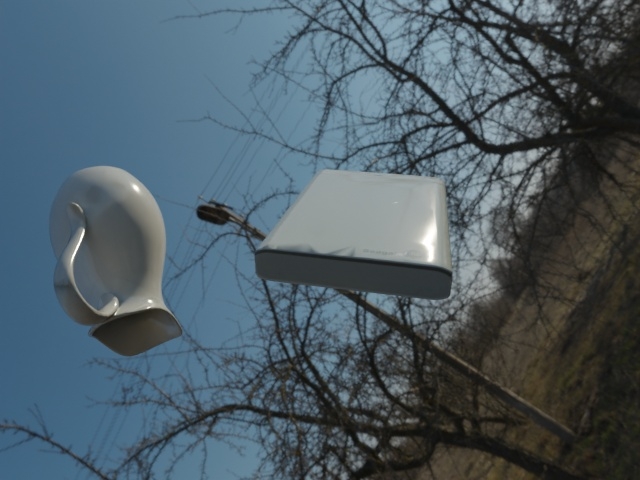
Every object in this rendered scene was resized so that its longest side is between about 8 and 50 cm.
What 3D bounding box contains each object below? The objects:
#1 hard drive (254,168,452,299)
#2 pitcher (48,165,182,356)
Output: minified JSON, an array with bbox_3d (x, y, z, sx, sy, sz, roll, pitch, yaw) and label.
[{"bbox_3d":[0.061,-0.027,0.619,0.307,0.202,0.040,-62,-24,-63],"label":"hard drive"},{"bbox_3d":[-0.241,0.011,0.532,0.125,0.207,0.178,-22,-22,-2],"label":"pitcher"}]
